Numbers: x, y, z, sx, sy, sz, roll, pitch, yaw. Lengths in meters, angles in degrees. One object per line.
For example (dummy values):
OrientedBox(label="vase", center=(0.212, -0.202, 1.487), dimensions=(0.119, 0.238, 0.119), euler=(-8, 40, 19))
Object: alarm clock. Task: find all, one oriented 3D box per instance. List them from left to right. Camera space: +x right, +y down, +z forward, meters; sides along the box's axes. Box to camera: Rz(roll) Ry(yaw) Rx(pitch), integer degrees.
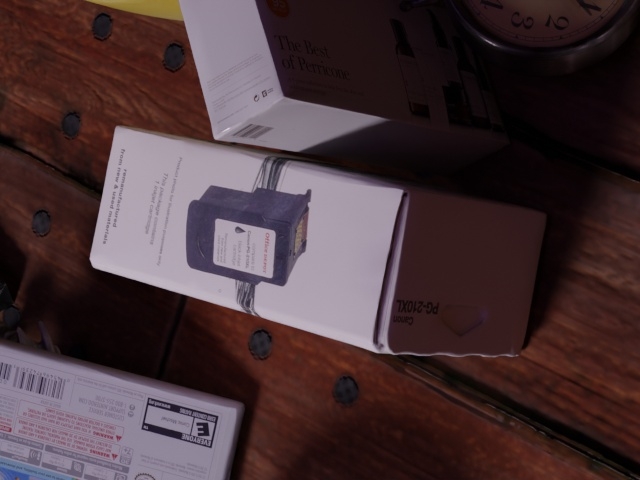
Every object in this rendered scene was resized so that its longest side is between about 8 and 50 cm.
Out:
OrientedBox(label="alarm clock", center=(0.156, -0.160, 1.008), dimensions=(0.192, 0.064, 0.129), euler=(19, 82, 16))

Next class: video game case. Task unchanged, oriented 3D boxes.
OrientedBox(label="video game case", center=(-0.176, 0.187, 1.215), dimensions=(0.212, 0.023, 0.193), euler=(14, 95, 11))

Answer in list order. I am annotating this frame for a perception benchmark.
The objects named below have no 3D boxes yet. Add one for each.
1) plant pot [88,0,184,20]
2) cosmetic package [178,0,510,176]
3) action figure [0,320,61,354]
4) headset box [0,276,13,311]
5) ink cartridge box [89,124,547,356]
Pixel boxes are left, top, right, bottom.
OrientedBox(label="plant pot", center=(-0.044, -0.257, 1.069), dimensions=(0.254, 0.239, 0.254), euler=(-4, 84, 36))
OrientedBox(label="cosmetic package", center=(0.021, -0.104, 1.007), dimensions=(0.060, 0.239, 0.099), euler=(-29, 70, 33))
OrientedBox(label="action figure", center=(-0.281, 0.161, 1.305), dimensions=(0.285, 0.099, 0.185), euler=(-13, 72, 21))
OrientedBox(label="headset box", center=(-0.300, 0.033, 1.347), dimensions=(0.062, 0.032, 0.083), euler=(-34, 58, -18))
OrientedBox(label="ink cartridge box", center=(0.000, 0.000, 1.056), dimensions=(0.237, 0.172, 0.100), euler=(15, 95, 37))
